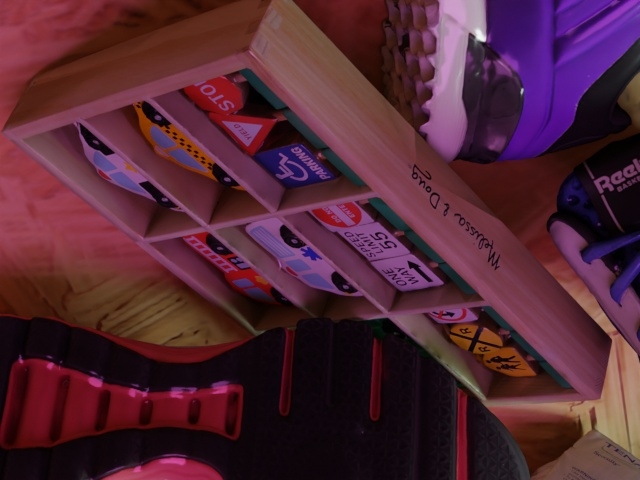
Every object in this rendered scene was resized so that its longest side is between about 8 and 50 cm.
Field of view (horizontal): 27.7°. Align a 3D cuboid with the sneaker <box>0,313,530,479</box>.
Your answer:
[{"bbox_3d":[-0.048,0.104,0.680,0.313,0.116,0.136,8,162,5],"label":"sneaker"}]

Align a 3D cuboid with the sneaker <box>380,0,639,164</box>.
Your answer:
[{"bbox_3d":[0.115,-0.154,0.540,0.146,0.102,0.293,0,135,-10],"label":"sneaker"}]

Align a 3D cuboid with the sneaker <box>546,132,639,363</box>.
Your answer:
[{"bbox_3d":[0.184,0.047,0.590,0.127,0.315,0.182,-35,113,16],"label":"sneaker"}]

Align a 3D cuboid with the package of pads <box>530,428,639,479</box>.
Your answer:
[{"bbox_3d":[0.194,0.290,0.823,0.101,0.229,0.296,-28,144,-44],"label":"package of pads"}]

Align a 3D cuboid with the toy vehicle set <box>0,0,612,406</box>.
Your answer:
[{"bbox_3d":[0.000,0.000,0.620,0.166,0.035,0.267,-11,138,43],"label":"toy vehicle set"}]
